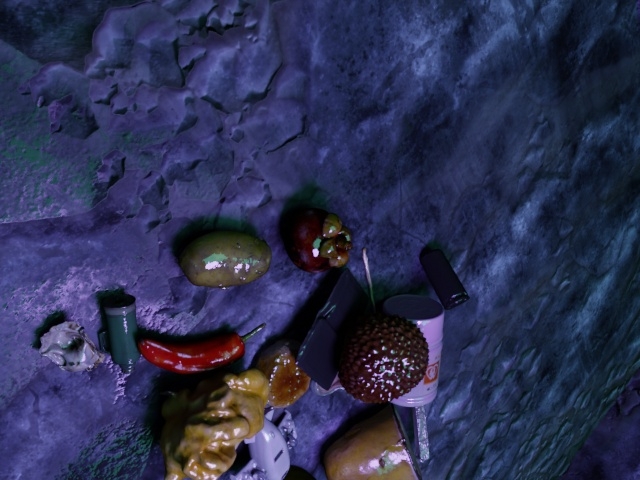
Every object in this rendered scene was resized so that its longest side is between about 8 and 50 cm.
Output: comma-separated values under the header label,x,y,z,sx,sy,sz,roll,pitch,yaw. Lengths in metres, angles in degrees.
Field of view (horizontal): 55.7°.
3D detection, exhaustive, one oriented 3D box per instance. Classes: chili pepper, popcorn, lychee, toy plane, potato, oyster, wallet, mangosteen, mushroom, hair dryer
label,x,y,z,sx,sy,sz,roll,pitch,yaw
chili pepper,-0.301,0.279,1.519,0.369,0.091,0.137,-3,141,-47
popcorn,-0.286,0.456,1.528,0.281,0.297,0.315,43,37,-18
lychee,0.185,0.341,1.754,0.268,0.267,0.267,-15,116,-34
toy plane,-0.161,0.599,1.755,0.267,0.123,0.266,-16,110,-51
potato,-0.235,0.046,1.493,0.251,0.113,0.149,-3,116,-29
oyster,-0.555,0.248,1.353,0.108,0.053,0.165,-34,126,-16
wallet,0.044,0.259,1.781,0.322,0.041,0.247,-64,145,-21
mangosteen,0.000,0.000,1.603,0.200,0.200,0.199,-15,116,-34
mushroom,0.157,0.150,1.901,0.026,0.028,0.286,-25,116,-29
potato,0.166,0.726,2.037,0.296,0.289,0.397,-20,166,2
hair dryer,0.418,0.158,2.038,0.089,0.197,0.251,-27,154,2

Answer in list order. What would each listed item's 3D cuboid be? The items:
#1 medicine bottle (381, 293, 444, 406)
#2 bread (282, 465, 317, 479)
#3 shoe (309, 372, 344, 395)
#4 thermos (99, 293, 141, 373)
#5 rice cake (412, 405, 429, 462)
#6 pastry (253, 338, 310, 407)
label,x,y,z,sx,sy,sz,roll,pitch,yaw
medicine bottle,0.292,0.354,1.967,0.202,0.202,0.315,-13,115,-34
bread,-0.122,0.898,1.898,0.382,0.129,0.366,2,103,-40
shoe,0.086,0.408,1.893,0.251,0.100,0.103,-31,123,-23
thermos,-0.461,0.224,1.403,0.083,0.073,0.187,-16,117,-35
rice cake,0.357,0.652,2.172,0.049,0.055,0.269,-1,78,-16
pastry,-0.110,0.378,1.728,0.182,0.093,0.192,4,103,-43
